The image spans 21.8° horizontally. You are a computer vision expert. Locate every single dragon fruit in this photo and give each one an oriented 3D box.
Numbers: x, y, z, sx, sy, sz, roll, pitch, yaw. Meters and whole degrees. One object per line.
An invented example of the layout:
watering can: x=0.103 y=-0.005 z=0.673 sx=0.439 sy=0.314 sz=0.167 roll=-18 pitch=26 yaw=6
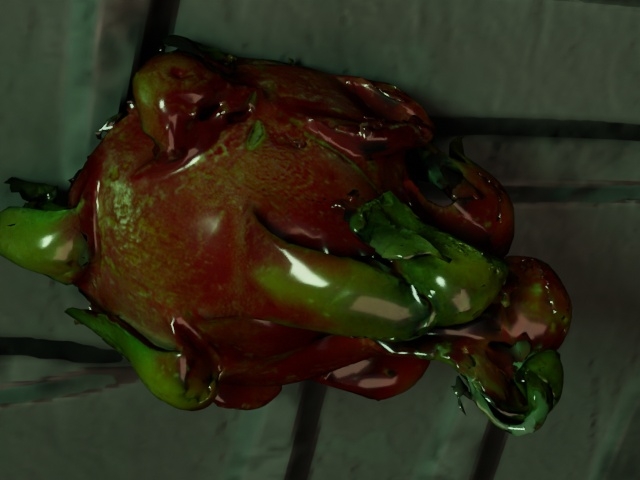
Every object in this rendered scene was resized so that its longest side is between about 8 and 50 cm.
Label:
dragon fruit: x=0.000 y=0.000 z=0.535 sx=0.142 sy=0.175 sz=0.138 roll=-49 pitch=144 yaw=-23
